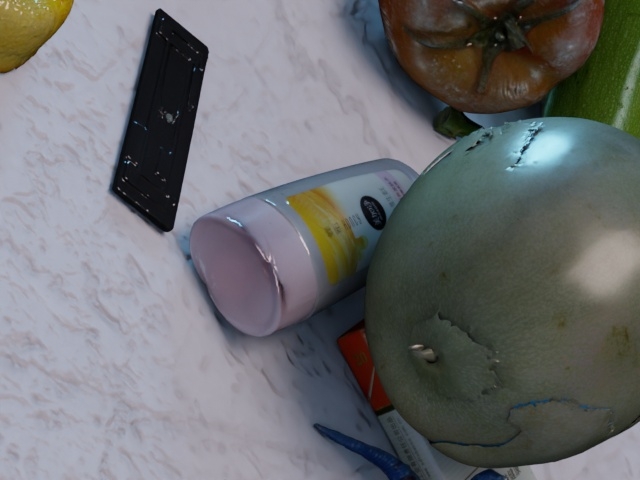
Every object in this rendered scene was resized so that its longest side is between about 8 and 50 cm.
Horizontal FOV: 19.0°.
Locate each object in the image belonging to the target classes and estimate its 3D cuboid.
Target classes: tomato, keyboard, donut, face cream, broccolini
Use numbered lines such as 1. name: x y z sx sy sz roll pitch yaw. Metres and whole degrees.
1. tomato: 0.162 -0.200 1.819 0.181 0.214 0.155 -94 -179 -62
2. keyboard: -0.124 -0.097 1.501 0.061 0.013 0.204 40 40 -31
3. donut: -0.237 -0.196 1.377 0.152 0.058 0.152 36 39 -36
4. face cream: 0.000 0.000 1.552 0.107 0.073 0.269 58 33 7
5. broccolini: 0.208 -0.095 1.927 0.071 0.058 0.254 32 6 41

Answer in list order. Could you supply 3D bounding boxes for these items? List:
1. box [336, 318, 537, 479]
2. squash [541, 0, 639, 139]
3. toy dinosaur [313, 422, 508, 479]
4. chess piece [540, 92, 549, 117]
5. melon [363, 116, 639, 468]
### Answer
1. box: 0.111 0.163 1.620 0.245 0.035 0.139 60 34 -3
2. squash: 0.279 -0.139 1.882 0.107 0.107 0.395 13 93 -50
3. toy dinosaur: 0.126 0.265 1.517 0.144 0.076 0.329 -25 88 -19
4. chess piece: 0.222 -0.261 2.002 0.251 0.144 0.144 53 33 -2
5. melon: 0.171 0.038 1.513 0.330 0.268 0.268 -30 93 -45
